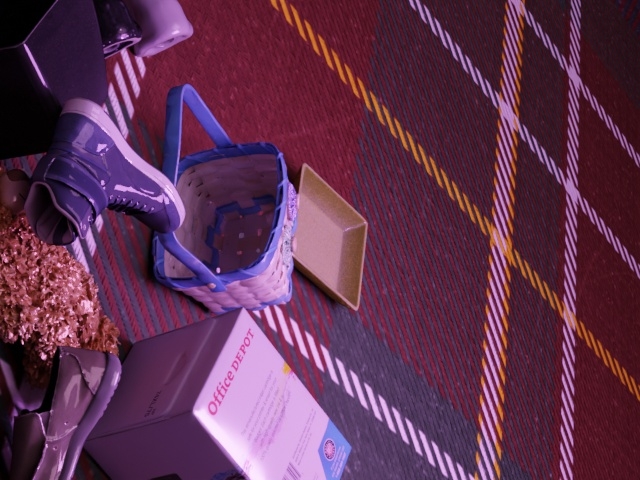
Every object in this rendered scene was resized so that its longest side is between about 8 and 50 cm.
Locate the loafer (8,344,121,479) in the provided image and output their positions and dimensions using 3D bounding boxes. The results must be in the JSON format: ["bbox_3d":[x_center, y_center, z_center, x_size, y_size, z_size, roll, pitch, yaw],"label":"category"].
[{"bbox_3d":[-0.322,0.230,1.618,0.087,0.094,0.251,31,72,-20],"label":"loafer"}]

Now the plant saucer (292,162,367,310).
[{"bbox_3d":[0.000,0.000,2.310,0.188,0.045,0.188,42,41,-38],"label":"plant saucer"}]

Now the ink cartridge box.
[{"bbox_3d":[-0.130,0.264,1.827,0.270,0.197,0.198,55,36,-24],"label":"ink cartridge box"}]

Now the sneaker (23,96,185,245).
[{"bbox_3d":[-0.261,-0.038,1.687,0.226,0.086,0.163,48,47,-39],"label":"sneaker"}]

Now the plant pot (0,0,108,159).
[{"bbox_3d":[-0.370,-0.206,1.743,0.167,0.187,0.188,66,29,-31],"label":"plant pot"}]

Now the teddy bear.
[{"bbox_3d":[-0.344,0.039,1.706,0.245,0.113,0.338,-27,97,-60],"label":"teddy bear"}]

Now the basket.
[{"bbox_3d":[-0.144,-0.047,1.966,0.289,0.201,0.255,46,40,-50],"label":"basket"}]

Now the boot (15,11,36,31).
[{"bbox_3d":[-0.434,-0.388,1.822,0.176,0.088,0.244,16,52,-52],"label":"boot"}]

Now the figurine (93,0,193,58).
[{"bbox_3d":[-0.297,-0.373,2.025,0.215,0.092,0.209,-20,87,-59],"label":"figurine"}]
